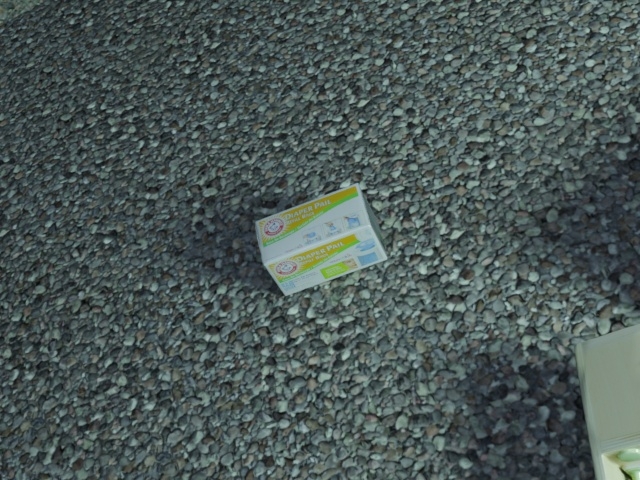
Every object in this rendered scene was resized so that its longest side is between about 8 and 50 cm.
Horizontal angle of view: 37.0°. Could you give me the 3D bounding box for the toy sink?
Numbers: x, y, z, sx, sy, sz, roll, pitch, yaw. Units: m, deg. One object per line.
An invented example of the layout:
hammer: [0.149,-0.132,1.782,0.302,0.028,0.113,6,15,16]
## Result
toy sink: [0.450,0.253,1.296,0.131,0.153,0.234,-24,47,31]

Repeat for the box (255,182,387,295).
box: [0.000,0.000,1.705,0.203,0.114,0.103,-21,51,9]
